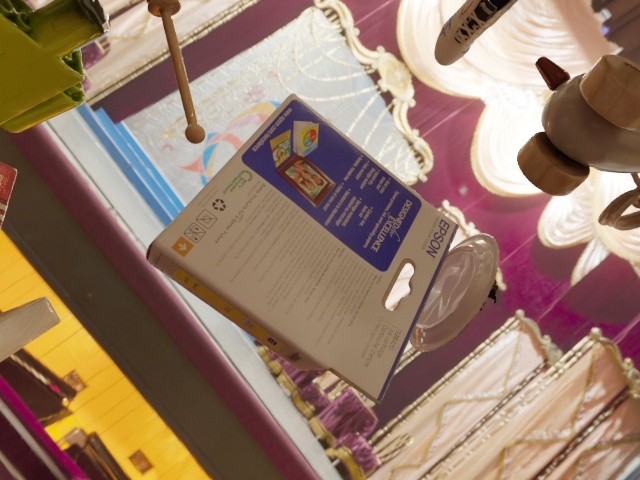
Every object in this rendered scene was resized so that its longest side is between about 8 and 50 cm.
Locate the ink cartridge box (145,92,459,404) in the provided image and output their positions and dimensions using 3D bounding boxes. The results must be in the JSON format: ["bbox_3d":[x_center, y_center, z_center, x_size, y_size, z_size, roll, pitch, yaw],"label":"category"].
[{"bbox_3d":[0.000,0.000,0.657,0.307,0.303,0.072,39,-35,-7],"label":"ink cartridge box"}]

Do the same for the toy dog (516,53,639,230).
[{"bbox_3d":[0.380,-0.151,0.632,0.334,0.220,0.161,14,52,-40],"label":"toy dog"}]

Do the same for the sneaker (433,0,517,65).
[{"bbox_3d":[0.328,-0.473,1.084,0.085,0.237,0.086,43,31,-2],"label":"sneaker"}]

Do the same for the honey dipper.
[{"bbox_3d":[-0.127,-0.163,0.448,0.030,0.030,0.160,141,-65,-80],"label":"honey dipper"}]

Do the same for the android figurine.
[{"bbox_3d":[-0.327,-0.161,0.424,0.248,0.273,0.056,38,34,-64],"label":"android figurine"}]

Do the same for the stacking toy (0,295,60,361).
[{"bbox_3d":[-0.355,0.076,0.300,0.130,0.280,0.309,67,28,-16],"label":"stacking toy"}]

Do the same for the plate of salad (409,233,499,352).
[{"bbox_3d":[0.198,0.080,0.753,0.048,0.200,0.200,33,-7,-11],"label":"plate of salad"}]

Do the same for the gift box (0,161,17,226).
[{"bbox_3d":[-0.708,-0.016,0.844,0.255,0.258,0.276,34,35,-37],"label":"gift box"}]
